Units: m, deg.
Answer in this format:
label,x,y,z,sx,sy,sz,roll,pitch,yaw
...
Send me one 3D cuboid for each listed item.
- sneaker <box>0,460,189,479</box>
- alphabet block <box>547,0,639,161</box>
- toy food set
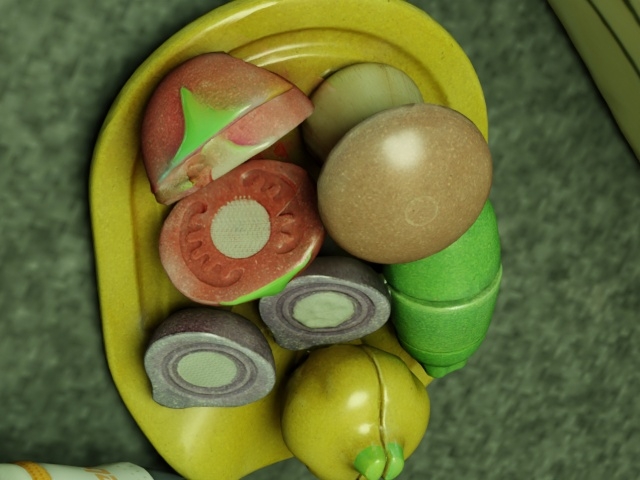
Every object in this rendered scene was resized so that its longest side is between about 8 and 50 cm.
label,x,y,z,sx,sy,sz,roll,pitch,yaw
sneaker,-0.131,0.206,0.580,0.127,0.126,0.321,31,89,-39
alphabet block,0.176,-0.105,0.539,0.193,0.192,0.197,-39,126,-3
toy food set,0.000,0.000,0.558,0.128,0.071,0.218,-12,127,-13
